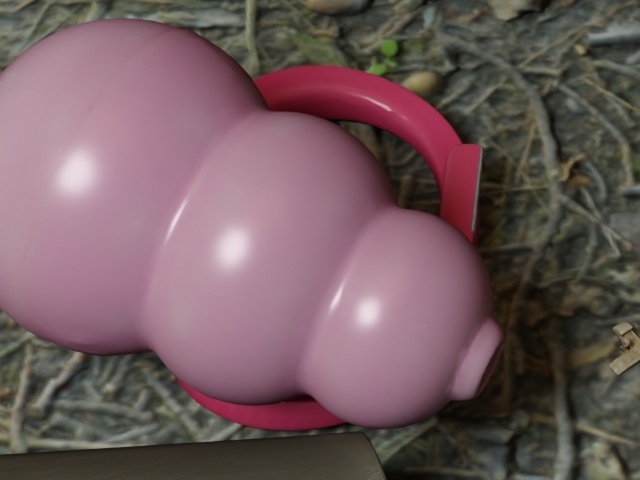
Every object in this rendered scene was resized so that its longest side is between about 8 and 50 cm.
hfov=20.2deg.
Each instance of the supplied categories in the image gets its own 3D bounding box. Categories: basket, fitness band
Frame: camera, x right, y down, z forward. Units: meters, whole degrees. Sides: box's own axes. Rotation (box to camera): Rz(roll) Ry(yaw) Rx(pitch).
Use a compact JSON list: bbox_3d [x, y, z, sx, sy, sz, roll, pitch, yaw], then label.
[{"bbox_3d":[-0.074,0.190,1.015,0.227,0.154,0.204,-10,45,-10],"label":"basket"},{"bbox_3d":[0.000,0.000,1.208,0.209,0.054,0.291,6,54,10],"label":"fitness band"}]

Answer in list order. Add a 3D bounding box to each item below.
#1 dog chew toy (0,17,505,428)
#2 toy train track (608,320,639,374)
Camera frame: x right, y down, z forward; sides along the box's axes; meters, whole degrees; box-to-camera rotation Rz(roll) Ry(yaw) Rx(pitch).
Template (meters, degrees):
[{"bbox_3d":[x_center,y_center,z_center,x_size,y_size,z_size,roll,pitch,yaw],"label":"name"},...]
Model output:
[{"bbox_3d":[-0.048,0.003,1.065,0.332,0.206,0.206,26,59,13],"label":"dog chew toy"},{"bbox_3d":[0.220,0.081,1.160,0.048,0.014,0.083,-31,59,-18],"label":"toy train track"}]
